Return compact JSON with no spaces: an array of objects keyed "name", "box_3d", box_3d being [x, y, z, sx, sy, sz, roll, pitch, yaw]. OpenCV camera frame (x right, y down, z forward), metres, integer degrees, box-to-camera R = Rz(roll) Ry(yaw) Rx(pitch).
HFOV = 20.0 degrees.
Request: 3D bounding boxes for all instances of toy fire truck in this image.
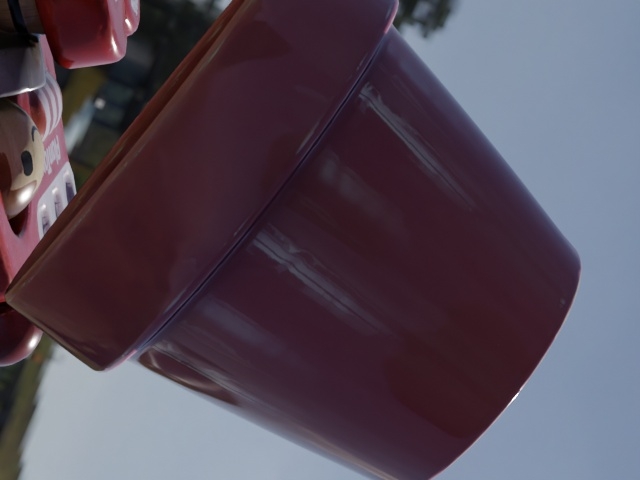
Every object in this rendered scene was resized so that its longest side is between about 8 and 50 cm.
[{"name":"toy fire truck","box_3d":[-0.183,-0.070,1.021,0.302,0.169,0.254,-98,180,-76]}]

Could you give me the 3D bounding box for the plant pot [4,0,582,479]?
[{"name":"plant pot","box_3d":[0.000,0.000,0.750,0.201,0.180,0.201,-51,-172,10]}]
